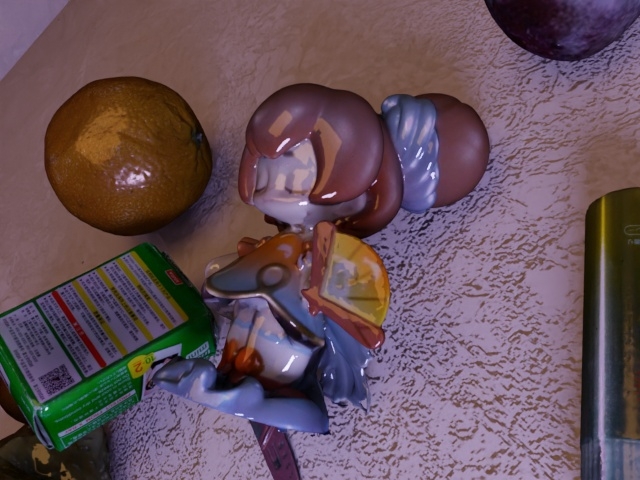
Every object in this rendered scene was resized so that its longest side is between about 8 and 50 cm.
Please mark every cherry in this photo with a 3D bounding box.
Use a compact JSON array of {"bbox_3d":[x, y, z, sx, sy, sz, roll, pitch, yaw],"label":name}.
[{"bbox_3d":[0.262,-0.300,0.683,0.195,0.195,0.195,-21,50,28],"label":"cherry"}]

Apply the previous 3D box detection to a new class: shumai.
[{"bbox_3d":[-0.309,0.350,0.769,0.222,0.203,0.272,-32,81,29],"label":"shumai"}]

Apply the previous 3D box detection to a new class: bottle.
[{"bbox_3d":[0.248,0.098,0.493,0.082,0.082,0.286,-8,58,36],"label":"bottle"}]

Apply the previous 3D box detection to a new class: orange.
[{"bbox_3d":[-0.298,-0.133,0.994,0.264,0.264,0.264,-21,50,28],"label":"orange"}]

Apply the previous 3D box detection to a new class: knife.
[{"bbox_3d":[-0.061,0.216,0.722,0.035,0.018,0.247,-41,46,6],"label":"knife"}]

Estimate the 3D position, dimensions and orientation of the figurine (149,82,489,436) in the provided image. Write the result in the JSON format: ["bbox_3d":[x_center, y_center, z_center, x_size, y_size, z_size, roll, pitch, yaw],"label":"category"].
[{"bbox_3d":[0.000,0.000,0.683,0.276,0.248,0.388,6,75,39],"label":"figurine"}]

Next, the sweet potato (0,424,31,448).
[{"bbox_3d":[-0.469,0.333,0.949,0.233,0.062,0.081,-37,46,18],"label":"sweet potato"}]

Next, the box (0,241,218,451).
[{"bbox_3d":[-0.273,0.122,0.795,0.250,0.103,0.180,-29,55,-27],"label":"box"}]

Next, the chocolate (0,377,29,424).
[{"bbox_3d":[-0.371,0.188,0.902,0.176,0.177,0.177,-21,50,28],"label":"chocolate"}]
